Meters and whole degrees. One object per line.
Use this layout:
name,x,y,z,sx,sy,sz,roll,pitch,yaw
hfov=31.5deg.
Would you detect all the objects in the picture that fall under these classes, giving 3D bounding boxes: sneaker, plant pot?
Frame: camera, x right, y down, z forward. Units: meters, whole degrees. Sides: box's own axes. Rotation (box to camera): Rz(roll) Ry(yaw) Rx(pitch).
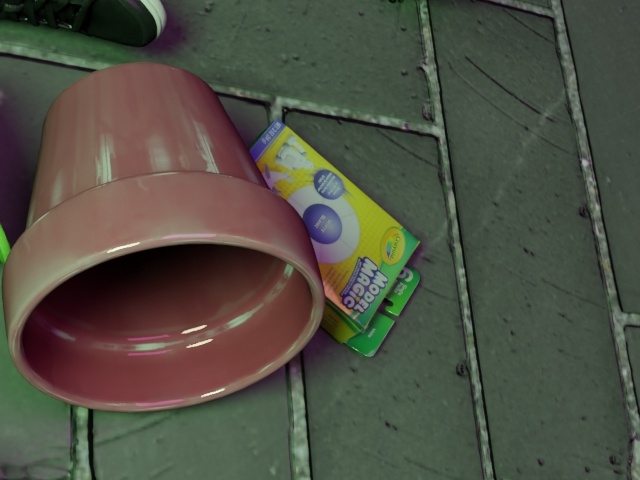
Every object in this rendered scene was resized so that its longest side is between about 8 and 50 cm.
sneaker,-0.231,-0.175,0.831,0.216,0.079,0.121,29,59,-5
plant pot,-0.112,-0.011,0.758,0.201,0.201,0.180,6,50,-28

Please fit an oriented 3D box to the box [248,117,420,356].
box,0.000,0.000,0.898,0.179,0.043,0.105,41,54,-9

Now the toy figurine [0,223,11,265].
toy figurine,-0.294,-0.025,0.709,0.159,0.173,0.130,-23,37,-17
